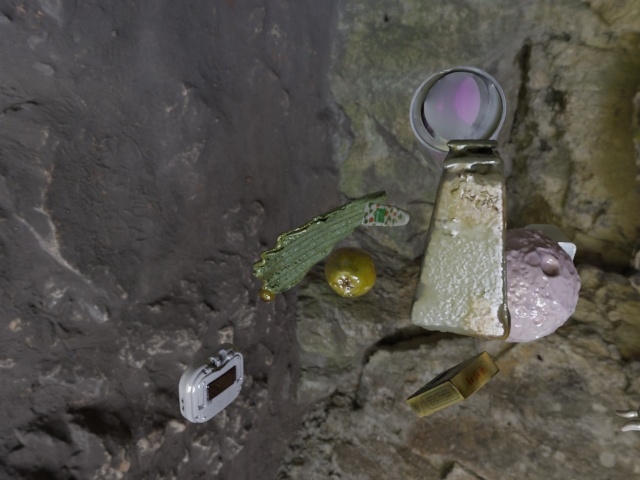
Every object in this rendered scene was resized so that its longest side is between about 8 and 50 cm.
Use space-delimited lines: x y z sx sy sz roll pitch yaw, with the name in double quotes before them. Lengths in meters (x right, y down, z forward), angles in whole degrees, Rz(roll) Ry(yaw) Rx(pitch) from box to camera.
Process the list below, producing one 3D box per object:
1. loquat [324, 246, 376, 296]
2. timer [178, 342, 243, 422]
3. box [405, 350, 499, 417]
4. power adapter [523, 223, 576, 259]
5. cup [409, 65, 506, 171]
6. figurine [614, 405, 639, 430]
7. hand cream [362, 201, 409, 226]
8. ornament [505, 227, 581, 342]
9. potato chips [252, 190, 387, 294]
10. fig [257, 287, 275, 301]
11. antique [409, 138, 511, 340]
"loquat" 0.129 0.115 1.888 0.246 0.213 0.213 -57 155 -57
"timer" -0.373 0.499 1.621 0.262 0.087 0.237 -28 130 -50
"box" 0.358 0.399 1.270 0.159 0.071 0.240 -26 162 -32
"power adapter" 0.735 0.049 1.484 0.205 0.125 0.130 -85 177 -61
"cup" 0.417 -0.336 1.410 0.371 0.253 0.253 22 80 -71
"figurine" 0.902 0.453 1.197 0.155 0.236 0.127 14 60 -60
"hand cream" 0.163 -0.060 1.128 0.165 0.037 0.057 2 106 -43
"ornament" 0.426 0.106 1.017 0.259 0.259 0.225 64 7 -66
"potato chips" 0.000 0.000 1.284 0.429 0.070 0.358 -30 164 -24
"fig" -0.232 0.229 2.076 0.098 0.082 0.084 -50 174 -21
"antique" 0.220 -0.007 0.691 0.125 0.150 0.284 -48 139 -65
